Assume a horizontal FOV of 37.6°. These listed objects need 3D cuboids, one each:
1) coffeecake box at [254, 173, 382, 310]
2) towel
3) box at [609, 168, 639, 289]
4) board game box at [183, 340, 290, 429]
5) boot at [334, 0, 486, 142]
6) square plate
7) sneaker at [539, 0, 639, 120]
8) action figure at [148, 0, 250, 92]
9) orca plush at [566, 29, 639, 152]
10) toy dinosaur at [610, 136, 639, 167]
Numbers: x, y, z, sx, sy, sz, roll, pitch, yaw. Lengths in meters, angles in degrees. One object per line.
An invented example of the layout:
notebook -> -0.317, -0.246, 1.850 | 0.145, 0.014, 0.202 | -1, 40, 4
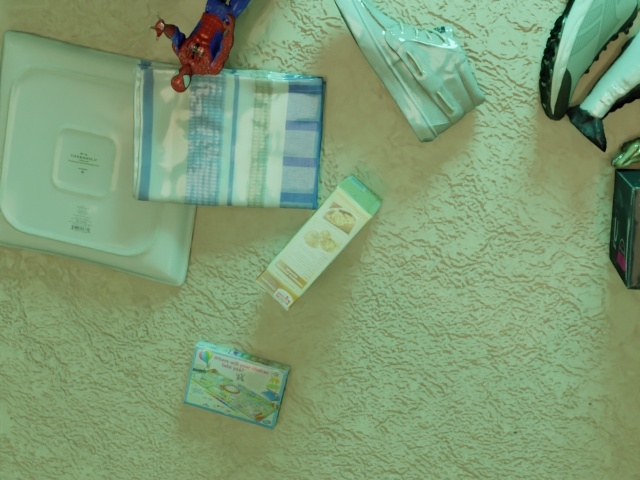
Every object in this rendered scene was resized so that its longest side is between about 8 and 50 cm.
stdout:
coffeecake box -> 0.000, 0.000, 1.375 | 0.068, 0.142, 0.185 | 41, 105, 0
towel -> -0.138, -0.151, 1.391 | 0.285, 0.034, 0.209 | 4, 102, -5
box -> 0.542, -0.015, 1.272 | 0.270, 0.165, 0.143 | 2, 103, 9
board game box -> -0.134, 0.231, 1.506 | 0.154, 0.026, 0.103 | 16, 104, 6
boot -> 0.128, -0.275, 1.332 | 0.123, 0.095, 0.258 | -33, 103, 8
square plate -> -0.354, -0.122, 1.455 | 0.347, 0.049, 0.344 | 13, 103, 6
sneaker -> 0.373, -0.290, 1.279 | 0.108, 0.100, 0.271 | 19, 104, -1
action figure -> -0.139, -0.334, 1.297 | 0.091, 0.139, 0.280 | 28, 91, 4
orca plush -> 0.478, -0.233, 1.273 | 0.102, 0.151, 0.287 | 29, 104, -30
toy dinosaur -> 0.538, -0.123, 1.274 | 0.268, 0.118, 0.064 | 1, 104, 9
